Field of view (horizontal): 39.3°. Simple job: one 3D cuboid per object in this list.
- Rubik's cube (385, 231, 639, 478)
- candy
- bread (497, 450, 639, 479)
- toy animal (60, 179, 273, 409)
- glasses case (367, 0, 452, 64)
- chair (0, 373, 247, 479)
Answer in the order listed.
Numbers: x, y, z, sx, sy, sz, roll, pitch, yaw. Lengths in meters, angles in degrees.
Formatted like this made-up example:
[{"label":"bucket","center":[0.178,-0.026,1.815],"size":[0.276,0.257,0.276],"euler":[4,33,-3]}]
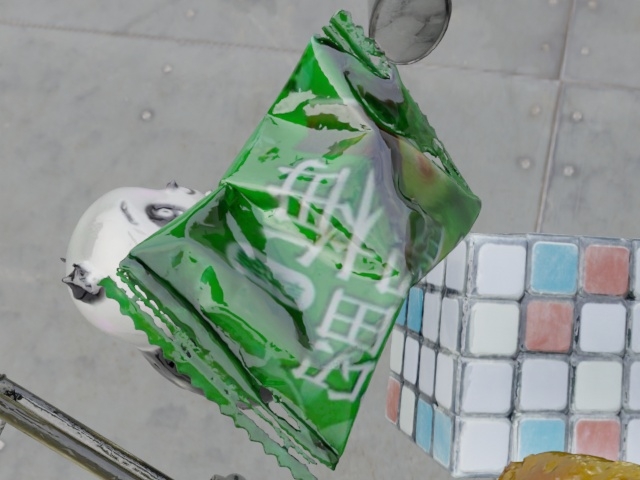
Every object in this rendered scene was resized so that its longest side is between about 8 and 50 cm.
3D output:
[{"label":"Rubik's cube","center":[0.233,0.117,1.030],"size":[0.254,0.256,0.258],"euler":[2,90,-12]},{"label":"candy","center":[0.000,0.002,0.456],"size":[0.141,0.078,0.203],"euler":[39,62,-5]},{"label":"bread","center":[0.215,0.198,0.403],"size":[0.109,0.380,0.185],"euler":[13,75,-29]},{"label":"toy animal","center":[-0.164,0.059,1.109],"size":[0.310,0.251,0.250],"euler":[28,59,-21]},{"label":"glasses case","center":[0.065,-0.297,0.716],"size":[0.060,0.114,0.299],"euler":[2,67,-5]},{"label":"chair","center":[-0.314,0.337,0.973],"size":[0.410,0.362,0.364],"euler":[21,76,-6]}]
